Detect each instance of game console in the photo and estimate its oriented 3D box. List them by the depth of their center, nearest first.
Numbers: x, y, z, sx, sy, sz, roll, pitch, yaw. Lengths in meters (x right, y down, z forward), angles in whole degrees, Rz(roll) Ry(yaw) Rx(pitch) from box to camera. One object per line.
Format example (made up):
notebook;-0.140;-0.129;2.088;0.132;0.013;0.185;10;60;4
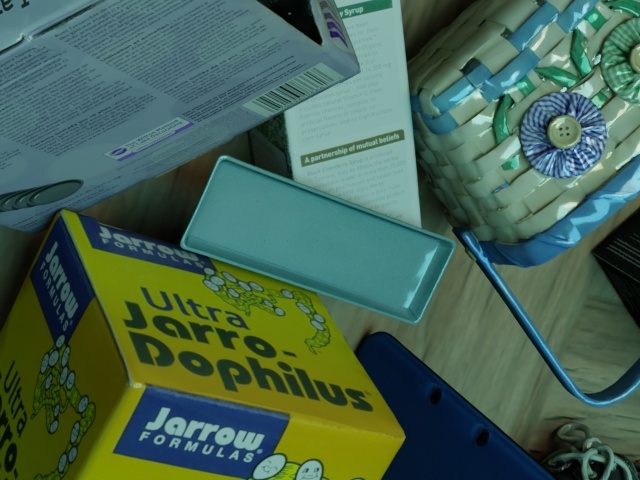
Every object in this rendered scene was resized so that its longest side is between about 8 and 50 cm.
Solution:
game console;0.101;0.250;1.069;0.173;0.293;0.250;-40;122;-6

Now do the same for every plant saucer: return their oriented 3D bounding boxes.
plant saucer;0.000;0.000;0.974;0.192;0.018;0.067;20;102;-28

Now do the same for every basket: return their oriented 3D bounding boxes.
basket;0.201;-0.055;1.042;0.255;0.201;0.289;-44;109;-5

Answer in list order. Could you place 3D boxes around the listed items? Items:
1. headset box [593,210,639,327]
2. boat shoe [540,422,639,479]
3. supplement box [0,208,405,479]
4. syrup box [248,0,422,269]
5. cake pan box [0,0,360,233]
headset box;0.415;0.022;1.222;0.283;0.131;0.246;-40;122;-6
boat shoe;0.224;0.214;1.222;0.306;0.113;0.105;14;97;-32
supplement box;-0.135;0.193;0.954;0.194;0.195;0.357;16;113;-31
syrup box;0.002;-0.111;0.995;0.096;0.093;0.237;-15;115;-18
cake pan box;-0.130;-0.096;0.819;0.266;0.070;0.245;-25;166;18
